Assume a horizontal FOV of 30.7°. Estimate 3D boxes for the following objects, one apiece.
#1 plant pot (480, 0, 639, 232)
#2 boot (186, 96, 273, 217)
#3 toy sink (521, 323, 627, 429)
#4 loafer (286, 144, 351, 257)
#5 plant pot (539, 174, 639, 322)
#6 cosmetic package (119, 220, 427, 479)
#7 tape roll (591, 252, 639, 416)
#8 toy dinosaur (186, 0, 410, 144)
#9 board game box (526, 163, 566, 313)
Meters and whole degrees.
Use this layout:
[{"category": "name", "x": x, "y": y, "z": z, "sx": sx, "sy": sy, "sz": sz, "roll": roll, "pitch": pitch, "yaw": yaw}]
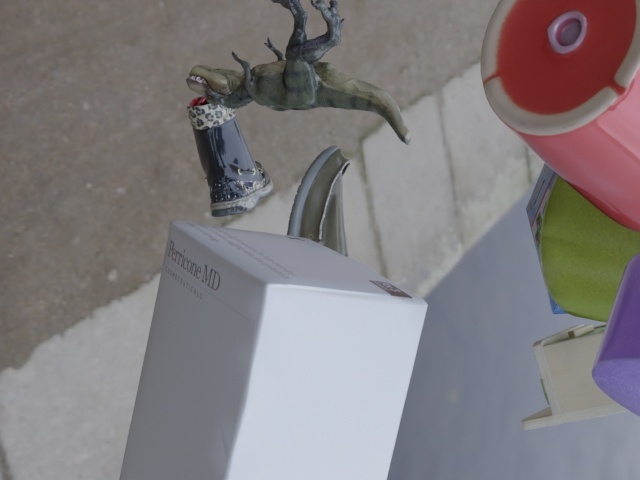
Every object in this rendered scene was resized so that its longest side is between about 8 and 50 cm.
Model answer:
[{"category": "plant pot", "x": 0.308, "y": -0.162, "z": 1.163, "sx": 0.243, "sy": 0.275, "sz": 0.275, "roll": 20, "pitch": 67, "yaw": -42}, {"category": "boot", "x": -0.140, "y": -0.146, "z": 1.818, "sx": 0.236, "sy": 0.085, "sz": 0.178, "roll": -69, "pitch": 147, "yaw": -73}, {"category": "toy sink", "x": 0.423, "y": 0.195, "z": 1.798, "sx": 0.153, "sy": 0.234, "sz": 0.131, "roll": -11, "pitch": 83, "yaw": -49}, {"category": "loafer", "x": 0.000, "y": 0.000, "z": 1.534, "sx": 0.094, "sy": 0.087, "sz": 0.251, "roll": -9, "pitch": 116, "yaw": -82}, {"category": "plant pot", "x": 0.470, "y": 0.005, "z": 1.419, "sx": 0.275, "sy": 0.293, "sz": 0.275, "roll": -16, "pitch": 115, "yaw": -38}, {"category": "cosmetic package", "x": -0.062, "y": 0.194, "z": 0.989, "sx": 0.156, "sy": 0.217, "sz": 0.385, "roll": 6, "pitch": 99, "yaw": -30}, {"category": "tape roll", "x": 0.339, "y": 0.098, "z": 0.828, "sx": 0.275, "sy": 0.275, "sz": 0.090, "roll": 41, "pitch": 66, "yaw": -52}, {"category": "toy dinosaur", "x": -0.015, "y": -0.168, "z": 1.092, "sx": 0.064, "sy": 0.268, "sz": 0.118, "roll": -15, "pitch": 113, "yaw": -47}, {"category": "board game box", "x": 0.373, "y": -0.017, "z": 1.801, "sx": 0.160, "sy": 0.039, "sz": 0.211, "roll": 101, "pitch": -13, "yaw": -52}]
